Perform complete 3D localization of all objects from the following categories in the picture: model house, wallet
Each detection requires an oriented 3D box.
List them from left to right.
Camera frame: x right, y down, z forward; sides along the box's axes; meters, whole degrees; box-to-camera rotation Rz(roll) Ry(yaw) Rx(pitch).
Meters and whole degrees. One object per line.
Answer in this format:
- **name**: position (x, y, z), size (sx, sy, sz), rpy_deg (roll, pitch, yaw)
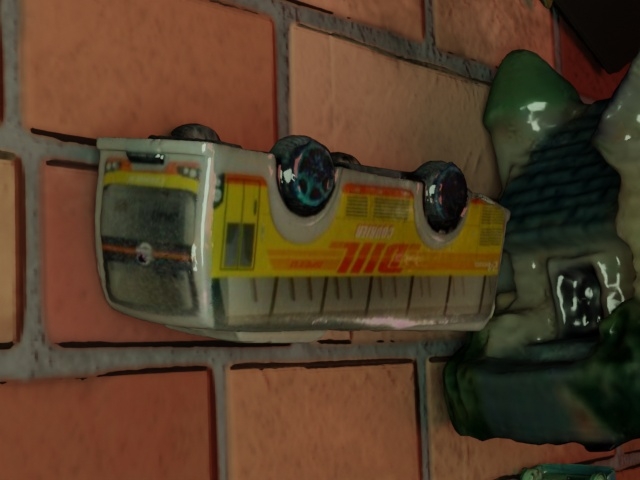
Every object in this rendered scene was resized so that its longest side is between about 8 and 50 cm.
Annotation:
- **model house**: position (0.224, -0.027, 0.743), size (0.243, 0.298, 0.284), rpy_deg (-3, 84, -46)
- **wallet**: position (0.301, -0.249, 0.950), size (0.124, 0.244, 0.025), rpy_deg (37, 19, -43)

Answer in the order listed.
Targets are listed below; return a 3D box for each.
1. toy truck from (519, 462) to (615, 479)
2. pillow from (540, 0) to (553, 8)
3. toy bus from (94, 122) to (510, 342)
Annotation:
- **toy truck**: position (0.142, 0.212, 0.789), size (0.175, 0.067, 0.081), rpy_deg (-20, 102, -51)
- **pillow**: position (0.168, -0.293, 0.913), size (0.113, 0.038, 0.203), rpy_deg (32, 61, -45)
- **toy bus**: position (0.000, 0.000, 0.627), size (0.268, 0.092, 0.106), rpy_deg (6, 90, -52)
